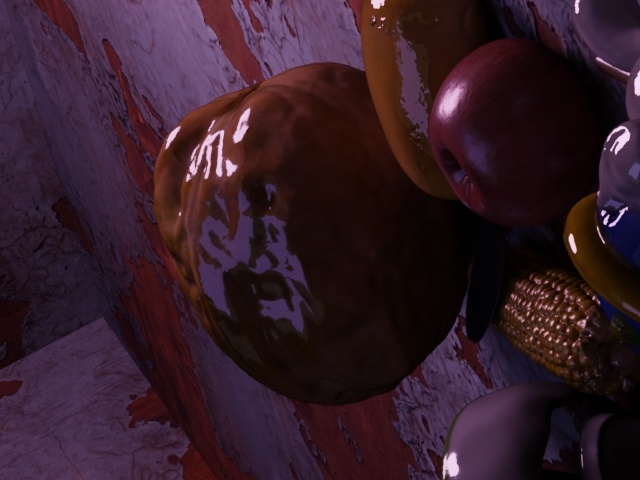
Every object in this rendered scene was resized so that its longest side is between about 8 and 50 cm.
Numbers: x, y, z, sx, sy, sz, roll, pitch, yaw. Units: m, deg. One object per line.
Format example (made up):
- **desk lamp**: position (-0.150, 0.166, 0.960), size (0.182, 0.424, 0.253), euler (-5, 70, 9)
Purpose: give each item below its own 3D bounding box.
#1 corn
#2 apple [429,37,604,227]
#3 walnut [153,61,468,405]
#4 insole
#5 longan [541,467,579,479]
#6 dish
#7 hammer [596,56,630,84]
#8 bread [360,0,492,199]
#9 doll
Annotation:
- **corn**: position (0.207, 0.065, 1.750), size (0.091, 0.091, 0.260), euler (68, 168, -22)
- **apple**: position (0.155, -0.083, 1.606), size (0.153, 0.120, 0.153), euler (54, 163, 25)
- **walnut**: position (-0.002, 0.002, 1.962), size (0.344, 0.306, 0.306), euler (59, 166, -15)
- **insole**: position (0.156, 0.001, 1.769), size (0.064, 0.004, 0.188), euler (-138, 59, -63)
- **longan**: position (0.197, 0.358, 1.874), size (0.319, 0.319, 0.319), euler (55, 163, 26)
- **dish**: position (0.256, 0.241, 1.659), size (0.124, 0.324, 0.324), euler (-38, 76, 30)
- **hammer**: position (0.254, -0.103, 1.454), size (0.182, 0.017, 0.062), euler (39, 152, 59)
- **bread**: position (0.095, -0.135, 1.737), size (0.147, 0.098, 0.217), euler (-150, 42, -68)
- **doll**: position (0.228, -0.050, 1.314), size (0.311, 0.159, 0.243), euler (52, 150, 43)
